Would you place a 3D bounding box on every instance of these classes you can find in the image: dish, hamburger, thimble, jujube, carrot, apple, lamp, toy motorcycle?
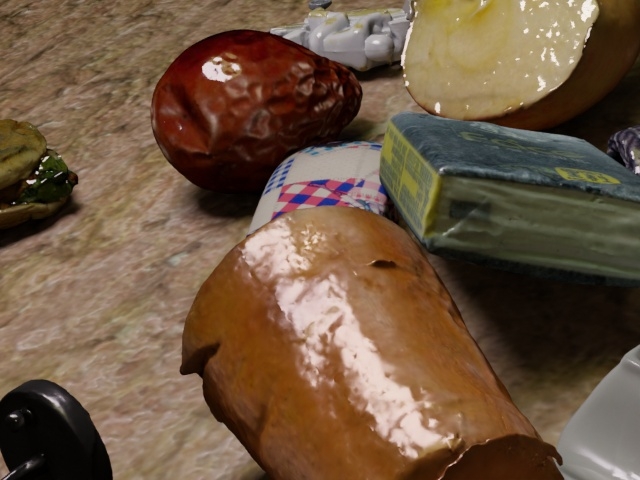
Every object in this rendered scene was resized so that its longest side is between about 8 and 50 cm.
[{"bbox_3d":[0.261,0.104,0.904,0.234,0.064,0.154,-29,33,-24],"label":"dish"},{"bbox_3d":[-0.371,-0.060,1.424,0.206,0.130,0.183,-8,25,-32],"label":"hamburger"},{"bbox_3d":[0.282,-0.048,1.129,0.066,0.095,0.104,-13,29,-2],"label":"thimble"},{"bbox_3d":[-0.059,-0.134,1.370,0.168,0.168,0.236,12,20,38],"label":"jujube"},{"bbox_3d":[0.036,0.109,0.865,0.196,0.196,0.254,-21,30,-13],"label":"carrot"},{"bbox_3d":[0.214,-0.232,1.368,0.251,0.163,0.293,-9,68,41],"label":"apple"},{"bbox_3d":[-0.268,0.256,0.868,0.130,0.108,0.371,-14,31,46],"label":"lamp"},{"bbox_3d":[0.037,-0.236,1.588,0.228,0.074,0.151,-8,23,-9],"label":"toy motorcycle"}]

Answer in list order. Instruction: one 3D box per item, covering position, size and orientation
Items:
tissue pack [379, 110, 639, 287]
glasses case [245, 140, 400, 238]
[{"bbox_3d":[0.153,-0.036,1.073,0.185,0.081,0.257,10,13,-7],"label":"tissue pack"},{"bbox_3d":[0.000,0.000,1.183,0.125,0.076,0.327,-7,29,14],"label":"glasses case"}]
